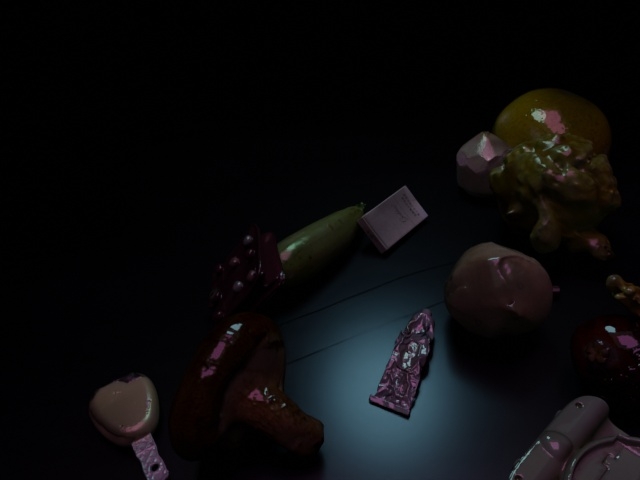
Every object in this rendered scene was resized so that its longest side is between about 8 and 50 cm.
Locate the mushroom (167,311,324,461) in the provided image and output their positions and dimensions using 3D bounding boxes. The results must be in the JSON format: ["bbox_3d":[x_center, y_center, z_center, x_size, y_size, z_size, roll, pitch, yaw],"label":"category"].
[{"bbox_3d":[-0.130,0.250,0.937,0.255,0.267,0.267,-6,37,1],"label":"mushroom"}]

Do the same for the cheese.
[{"bbox_3d":[-0.343,0.354,0.989,0.127,0.054,0.251,-25,42,-24],"label":"cheese"}]

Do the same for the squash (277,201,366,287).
[{"bbox_3d":[0.003,0.007,1.346,0.118,0.118,0.370,24,41,34],"label":"squash"}]

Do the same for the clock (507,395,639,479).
[{"bbox_3d":[0.454,0.399,0.761,0.265,0.108,0.324,-32,44,-31],"label":"clock"}]

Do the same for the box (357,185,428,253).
[{"bbox_3d":[0.195,-0.059,1.418,0.198,0.029,0.109,-36,88,-34],"label":"box"}]

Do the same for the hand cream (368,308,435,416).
[{"bbox_3d":[0.183,0.231,1.078,0.084,0.050,0.257,15,45,22],"label":"hand cream"}]

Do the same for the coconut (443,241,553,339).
[{"bbox_3d":[0.359,0.107,1.090,0.224,0.224,0.224,-4,37,3],"label":"coconut"}]

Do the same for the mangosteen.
[{"bbox_3d":[0.553,0.214,0.963,0.180,0.166,0.166,2,31,-29],"label":"mangosteen"}]

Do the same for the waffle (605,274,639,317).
[{"bbox_3d":[0.668,0.170,0.961,0.282,0.058,0.301,20,17,-39],"label":"waffle"}]

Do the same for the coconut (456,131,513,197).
[{"bbox_3d":[0.471,-0.220,1.511,0.171,0.183,0.171,-6,36,4],"label":"coconut"}]

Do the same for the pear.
[{"bbox_3d":[0.702,-0.346,1.581,0.340,0.191,0.386,8,33,-9],"label":"pear"}]

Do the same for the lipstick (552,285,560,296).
[{"bbox_3d":[0.447,0.116,1.206,0.176,0.027,0.027,-1,37,9],"label":"lipstick"}]

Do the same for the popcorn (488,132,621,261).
[{"bbox_3d":[0.579,-0.118,1.298,0.274,0.279,0.335,-1,20,-25],"label":"popcorn"}]

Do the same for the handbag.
[{"bbox_3d":[-0.179,0.088,1.207,0.216,0.074,0.203,-46,32,23],"label":"handbag"}]
